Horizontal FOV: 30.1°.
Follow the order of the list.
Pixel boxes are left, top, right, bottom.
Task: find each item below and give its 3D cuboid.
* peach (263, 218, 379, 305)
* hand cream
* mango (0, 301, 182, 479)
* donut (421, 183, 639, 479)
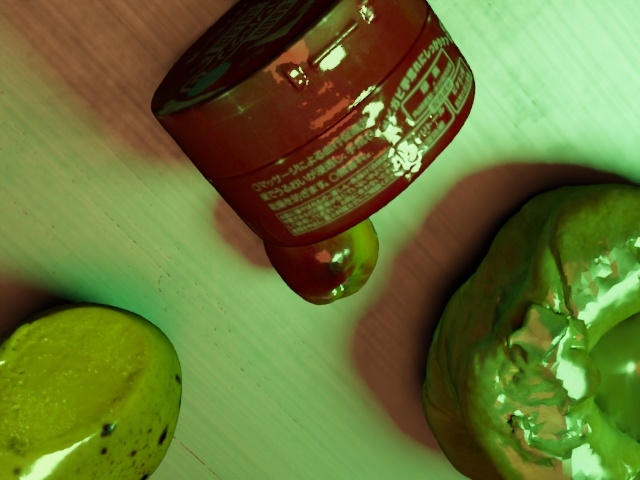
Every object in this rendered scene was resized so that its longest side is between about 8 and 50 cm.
[{"bbox_3d":[-0.001,-0.001,1.034,0.100,0.101,0.101,-3,109,-9],"label":"peach"},{"bbox_3d":[-0.003,-0.115,0.922,0.230,0.230,0.149,-40,111,5],"label":"hand cream"},{"bbox_3d":[-0.233,0.174,0.972,0.160,0.290,0.191,35,133,11],"label":"mango"},{"bbox_3d":[0.273,0.115,1.072,0.360,0.170,0.360,-1,97,-9],"label":"donut"}]
